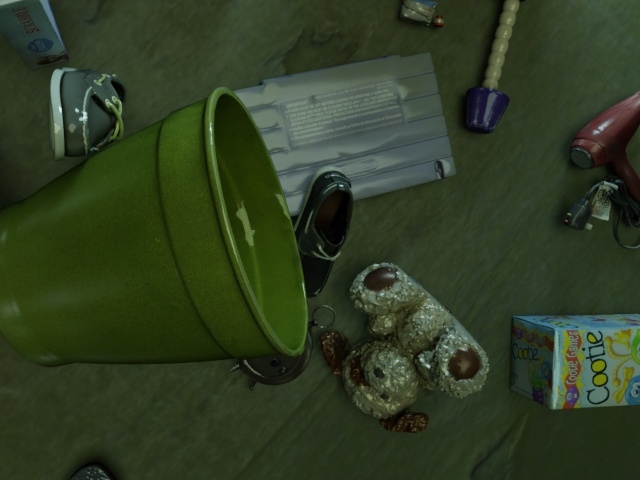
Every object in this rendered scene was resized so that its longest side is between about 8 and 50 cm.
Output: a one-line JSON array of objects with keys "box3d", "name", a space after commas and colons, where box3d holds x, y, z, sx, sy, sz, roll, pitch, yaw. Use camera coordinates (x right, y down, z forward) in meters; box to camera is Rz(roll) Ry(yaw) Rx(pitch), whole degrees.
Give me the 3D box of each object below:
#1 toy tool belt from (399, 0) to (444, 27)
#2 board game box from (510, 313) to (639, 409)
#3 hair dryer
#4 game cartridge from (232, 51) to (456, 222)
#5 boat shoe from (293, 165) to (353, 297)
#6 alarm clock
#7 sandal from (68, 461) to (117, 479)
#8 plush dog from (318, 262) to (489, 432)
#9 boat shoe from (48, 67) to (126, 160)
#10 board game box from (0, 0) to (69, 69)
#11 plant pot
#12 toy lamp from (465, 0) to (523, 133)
[{"box3d": [0.180, -0.404, 1.138, 0.083, 0.052, 0.051, 7, 99, -15], "name": "toy tool belt"}, {"box3d": [0.507, 0.216, 1.199, 0.276, 0.144, 0.141, 1, 93, -14], "name": "board game box"}, {"box3d": [0.560, -0.142, 1.249, 0.224, 0.080, 0.293, 10, 96, -30], "name": "hair dryer"}, {"box3d": [0.041, -0.180, 1.110, 0.355, 0.068, 0.230, -14, 92, -13], "name": "game cartridge"}, {"box3d": [0.000, 0.000, 1.063, 0.084, 0.079, 0.233, 2, 119, -24], "name": "boat shoe"}, {"box3d": [-0.061, 0.161, 1.072, 0.192, 0.064, 0.129, -30, 97, 5], "name": "alarm clock"}, {"box3d": [-0.340, 0.465, 1.049, 0.097, 0.054, 0.254, -16, 106, -6], "name": "sandal"}, {"box3d": [0.130, 0.194, 1.108, 0.262, 0.211, 0.225, 45, 96, 16], "name": "plush dog"}, {"box3d": [-0.315, -0.179, 0.898, 0.091, 0.305, 0.109, 3, 111, -17], "name": "boat shoe"}, {"box3d": [-0.428, -0.412, 0.847, 0.066, 0.319, 0.317, -20, 98, -13], "name": "board game box"}, {"box3d": [-0.240, 0.019, 0.898, 0.353, 0.366, 0.366, -15, 96, 8], "name": "plant pot"}, {"box3d": [0.315, -0.326, 1.161, 0.080, 0.080, 0.274, 14, 90, -14], "name": "toy lamp"}]
